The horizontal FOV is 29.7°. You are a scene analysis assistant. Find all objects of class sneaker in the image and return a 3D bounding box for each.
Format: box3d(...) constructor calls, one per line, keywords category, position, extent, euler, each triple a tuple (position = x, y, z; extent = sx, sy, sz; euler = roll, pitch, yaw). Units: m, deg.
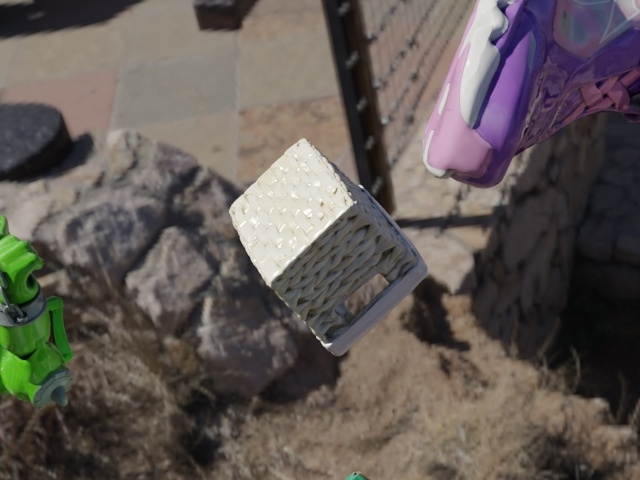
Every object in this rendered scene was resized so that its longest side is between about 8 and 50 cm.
box3d(category="sneaker", position=(0.128, -0.092, 0.586), extent=(0.104, 0.095, 0.236), euler=(30, 41, 8))

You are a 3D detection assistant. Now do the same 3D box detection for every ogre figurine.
box3d(category="ogre figurine", position=(-0.212, 0.044, 0.763), extent=(0.197, 0.118, 0.097), euler=(-5, 23, 35))

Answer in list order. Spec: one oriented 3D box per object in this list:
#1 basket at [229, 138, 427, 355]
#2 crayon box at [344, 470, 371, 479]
box3d(category="basket", position=(0.000, 0.000, 1.053), extent=(0.113, 0.103, 0.167), euler=(-44, 30, 6))
box3d(category="crayon box", position=(0.036, 0.239, 0.716), extent=(0.165, 0.278, 0.081), euler=(38, 68, 4))
